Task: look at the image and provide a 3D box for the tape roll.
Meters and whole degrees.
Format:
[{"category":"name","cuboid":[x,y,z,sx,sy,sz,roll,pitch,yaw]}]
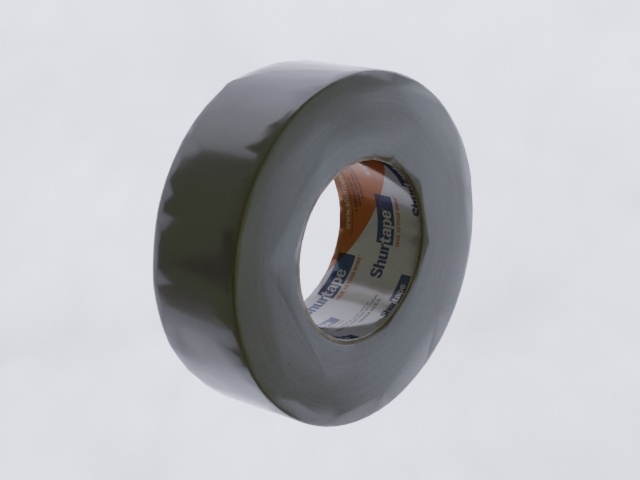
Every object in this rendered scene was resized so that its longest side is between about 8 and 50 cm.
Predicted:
[{"category":"tape roll","cuboid":[0.000,0.000,1.026,0.072,0.219,0.219,13,-76,40]}]
